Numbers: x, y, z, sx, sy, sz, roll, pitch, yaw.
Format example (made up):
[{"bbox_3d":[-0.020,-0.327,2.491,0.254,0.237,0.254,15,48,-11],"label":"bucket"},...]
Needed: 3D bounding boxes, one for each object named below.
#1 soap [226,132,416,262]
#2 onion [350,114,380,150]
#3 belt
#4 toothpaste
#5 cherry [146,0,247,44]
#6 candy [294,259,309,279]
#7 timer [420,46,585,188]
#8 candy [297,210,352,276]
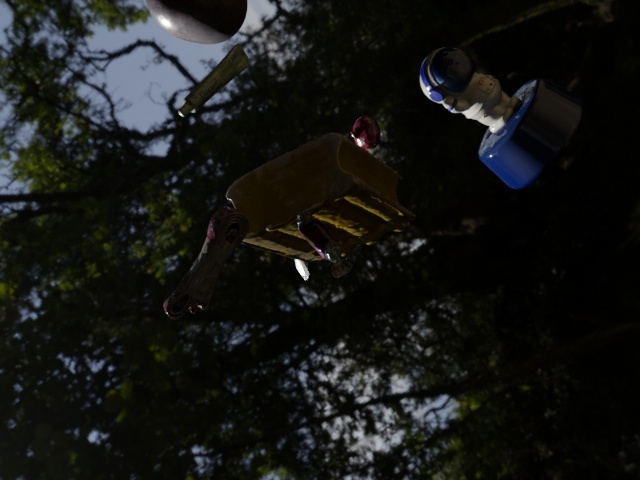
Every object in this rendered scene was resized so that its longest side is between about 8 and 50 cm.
[{"bbox_3d":[0.007,-0.073,1.409,0.335,0.293,0.156,17,-125,-60],"label":"soap"},{"bbox_3d":[0.139,-0.329,2.006,0.107,0.097,0.107,169,90,-73],"label":"onion"},{"bbox_3d":[-0.209,0.045,1.216,0.071,0.232,0.053,32,180,-40],"label":"belt"},{"bbox_3d":[-0.198,-0.296,1.222,0.029,0.197,0.048,7,139,44],"label":"toothpaste"},{"bbox_3d":[-0.181,-0.313,0.838,0.148,0.188,0.115,-56,-28,-60],"label":"cherry"},{"bbox_3d":[-0.052,0.045,1.838,0.088,0.038,0.136,114,142,-65],"label":"candy"},{"bbox_3d":[0.411,-0.332,1.605,0.383,0.270,0.270,32,-162,-7],"label":"timer"},{"bbox_3d":[0.000,0.000,1.134,0.175,0.045,0.043,48,175,44],"label":"candy"}]
